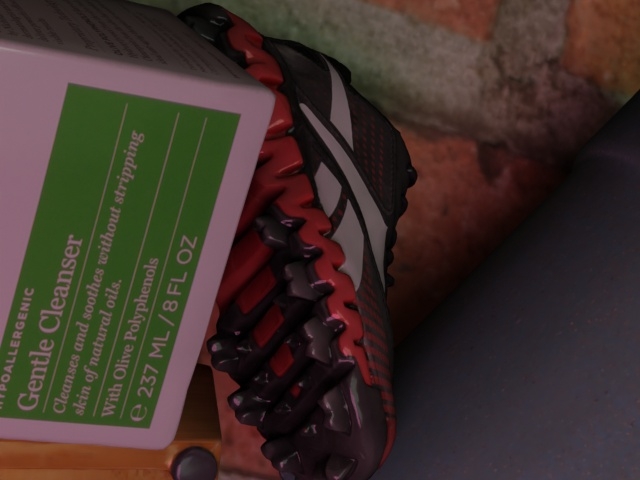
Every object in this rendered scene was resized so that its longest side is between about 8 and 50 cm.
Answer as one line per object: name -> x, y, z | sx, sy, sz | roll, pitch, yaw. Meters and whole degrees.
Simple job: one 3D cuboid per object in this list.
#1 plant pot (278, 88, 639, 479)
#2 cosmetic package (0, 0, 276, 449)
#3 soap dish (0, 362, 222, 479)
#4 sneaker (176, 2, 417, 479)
plant pot -> 0.180, 0.118, 0.908 | 0.334, 0.341, 0.341 | -39, 113, -8
cosmetic package -> -0.232, -0.032, 0.740 | 0.365, 0.155, 0.197 | 6, 110, -30
soap dish -> -0.168, 0.207, 0.849 | 0.229, 0.118, 0.291 | 5, 95, -27
sneaker -> 0.000, 0.000, 0.859 | 0.135, 0.097, 0.276 | 5, 55, -38
